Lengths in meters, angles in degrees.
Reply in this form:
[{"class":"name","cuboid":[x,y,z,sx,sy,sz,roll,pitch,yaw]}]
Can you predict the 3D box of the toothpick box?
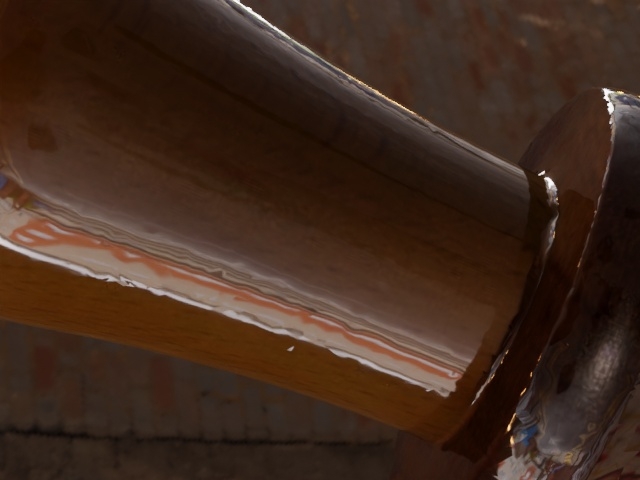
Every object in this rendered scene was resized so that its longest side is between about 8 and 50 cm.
[{"class":"toothpick box","cuboid":[0.000,0.000,0.500,0.294,0.192,0.192,23,-136,-3]}]
